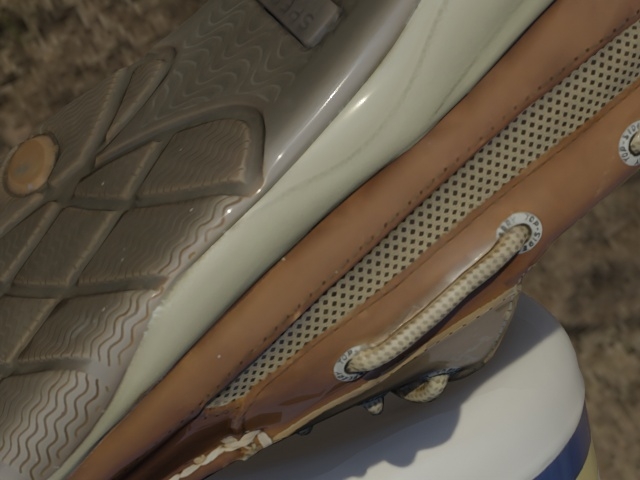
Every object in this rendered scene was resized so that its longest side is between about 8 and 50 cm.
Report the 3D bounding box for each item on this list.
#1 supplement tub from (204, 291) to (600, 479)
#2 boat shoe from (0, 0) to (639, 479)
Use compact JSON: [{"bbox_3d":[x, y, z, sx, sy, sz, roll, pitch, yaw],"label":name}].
[{"bbox_3d":[0.016,0.192,0.717,0.228,0.228,0.316,-19,108,-16],"label":"supplement tub"},{"bbox_3d":[0.000,0.000,0.454,0.324,0.123,0.116,-43,122,10],"label":"boat shoe"}]
